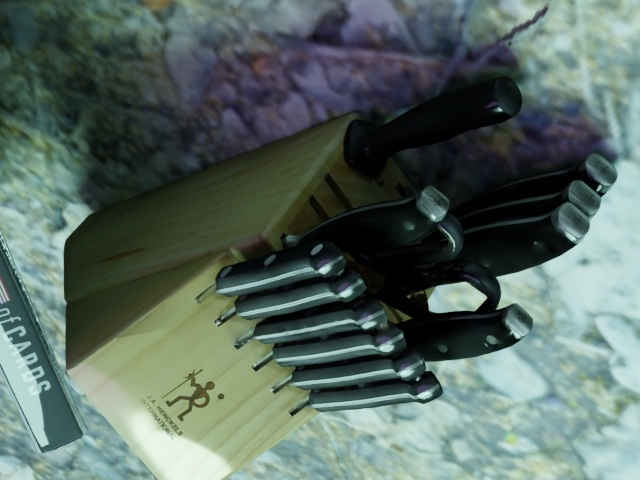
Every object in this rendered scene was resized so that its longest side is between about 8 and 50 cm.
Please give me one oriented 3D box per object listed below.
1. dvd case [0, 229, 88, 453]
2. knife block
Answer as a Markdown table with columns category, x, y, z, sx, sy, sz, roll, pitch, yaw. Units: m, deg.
| category | x | y | z | sx | sy | sz | roll | pitch | yaw |
| --- | --- | --- | --- | --- | --- | --- | --- | --- | --- |
| dvd case | -0.181 | -0.032 | 0.749 | 0.239 | 0.029 | 0.179 | 52 | 163 | 52 |
| knife block | 0.000 | 0.000 | 0.734 | 0.088 | 0.242 | 0.276 | 54 | -178 | -19 |
